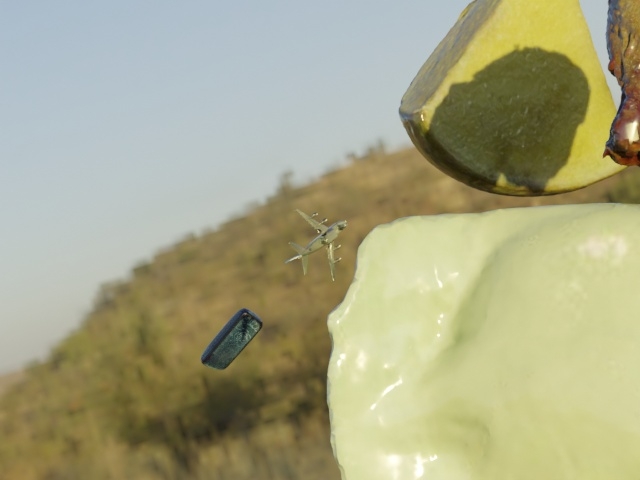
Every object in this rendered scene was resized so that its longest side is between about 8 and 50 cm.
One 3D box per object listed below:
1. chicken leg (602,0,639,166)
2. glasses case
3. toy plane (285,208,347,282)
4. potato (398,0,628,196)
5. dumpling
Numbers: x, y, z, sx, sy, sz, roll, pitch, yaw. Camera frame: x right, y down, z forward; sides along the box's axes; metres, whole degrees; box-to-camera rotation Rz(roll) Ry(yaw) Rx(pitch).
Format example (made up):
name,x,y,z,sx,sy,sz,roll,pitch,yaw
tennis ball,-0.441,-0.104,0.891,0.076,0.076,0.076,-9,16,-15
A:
name,x,y,z,sx,sy,sz,roll,pitch,yaw
chicken leg,0.321,-0.189,1.517,0.322,0.177,0.083,-33,-36,-5
glasses case,-0.099,0.109,2.151,0.033,0.023,0.083,29,-67,-32
toy plane,0.001,0.000,1.824,0.084,0.078,0.024,-35,12,-37
potato,0.173,-0.157,2.039,0.255,0.269,0.112,-24,3,-33
dumpling,0.184,0.115,0.993,0.321,0.270,0.212,3,4,19
